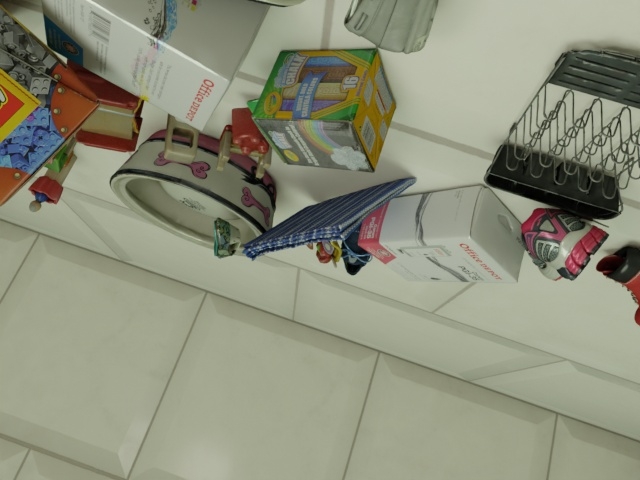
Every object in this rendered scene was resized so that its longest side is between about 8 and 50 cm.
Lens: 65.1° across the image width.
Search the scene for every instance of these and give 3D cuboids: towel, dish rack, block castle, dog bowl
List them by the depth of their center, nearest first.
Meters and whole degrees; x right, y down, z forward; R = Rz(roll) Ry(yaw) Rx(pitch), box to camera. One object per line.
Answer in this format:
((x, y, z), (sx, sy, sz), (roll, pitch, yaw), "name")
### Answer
((0.367, -0.137, 0.684), (0.208, 0.074, 0.271), (17, 160, 5), "dish rack")
((0.008, -0.041, 1.041), (0.335, 0.243, 0.040), (-11, 109, 50), "towel")
((-0.289, -0.114, 1.237), (0.407, 0.151, 0.408), (17, 160, 6), "dog bowl")
((-0.800, -0.249, 1.265), (0.302, 0.213, 0.453), (27, 159, -19), "block castle")

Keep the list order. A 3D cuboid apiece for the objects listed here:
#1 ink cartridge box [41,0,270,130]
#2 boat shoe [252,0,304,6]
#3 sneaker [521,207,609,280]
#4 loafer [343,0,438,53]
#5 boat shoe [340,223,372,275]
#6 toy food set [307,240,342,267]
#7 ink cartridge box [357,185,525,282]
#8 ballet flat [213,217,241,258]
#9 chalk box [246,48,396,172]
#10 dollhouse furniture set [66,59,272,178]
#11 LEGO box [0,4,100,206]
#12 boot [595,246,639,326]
((-0.211, -0.295, 0.665), (0.232, 0.168, 0.171), (28, 160, -20), "ink cartridge box")
((-0.123, -0.331, 0.585), (0.232, 0.084, 0.079), (12, -155, -15), "boat shoe")
((0.413, -0.006, 0.885), (0.112, 0.121, 0.299), (37, -174, 17), "sneaker")
((0.074, -0.301, 0.475), (0.111, 0.112, 0.319), (9, 160, 3), "loafer")
((0.104, 0.028, 1.324), (0.108, 0.089, 0.258), (14, 159, 15), "boat shoe")
((0.000, 0.000, 1.272), (0.071, 0.128, 0.218), (-15, 160, -9), "toy food set")
((0.255, -0.003, 1.064), (0.207, 0.117, 0.282), (35, 155, -35), "ink cartridge box")
((-0.214, -0.007, 1.156), (0.070, 0.070, 0.188), (22, 162, -5), "ballet flat")
((-0.010, -0.202, 0.782), (0.212, 0.132, 0.132), (11, 159, 26), "chalk box")
((-0.252, -0.249, 0.919), (0.373, 0.152, 0.201), (8, 164, -21), "dollhouse furniture set")
((-0.566, -0.313, 0.637), (0.500, 0.193, 0.372), (37, 172, 37), "LEGO box")
((0.640, 0.095, 1.019), (0.176, 0.089, 0.244), (14, 151, 17), "boot")
